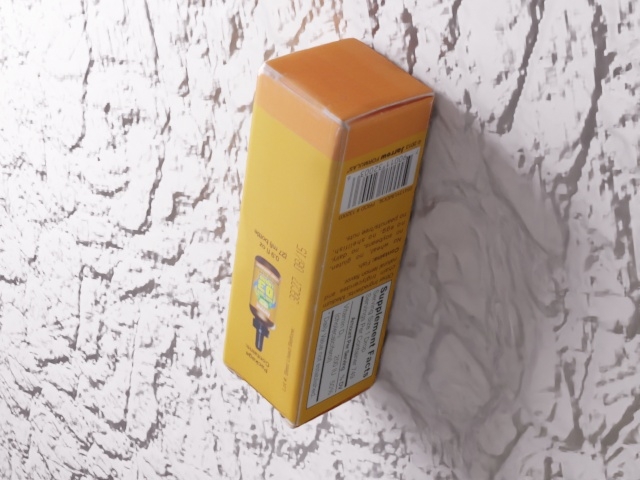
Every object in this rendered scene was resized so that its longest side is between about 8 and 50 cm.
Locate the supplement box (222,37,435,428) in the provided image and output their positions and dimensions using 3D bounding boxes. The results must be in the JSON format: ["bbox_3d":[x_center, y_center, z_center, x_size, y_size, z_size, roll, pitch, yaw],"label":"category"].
[{"bbox_3d":[0.000,0.000,0.807,0.078,0.080,0.233,39,134,33],"label":"supplement box"}]
